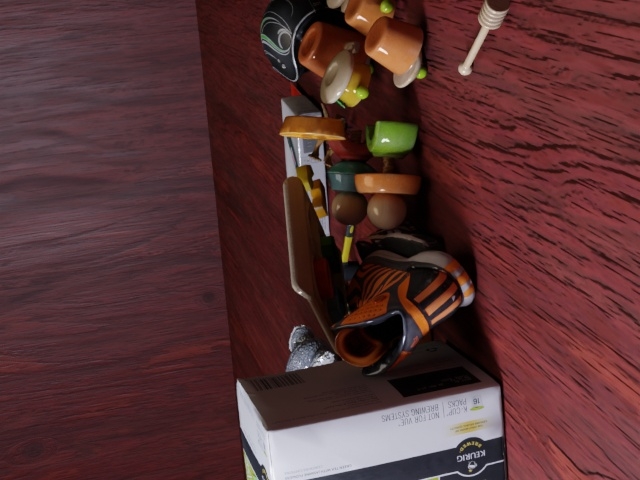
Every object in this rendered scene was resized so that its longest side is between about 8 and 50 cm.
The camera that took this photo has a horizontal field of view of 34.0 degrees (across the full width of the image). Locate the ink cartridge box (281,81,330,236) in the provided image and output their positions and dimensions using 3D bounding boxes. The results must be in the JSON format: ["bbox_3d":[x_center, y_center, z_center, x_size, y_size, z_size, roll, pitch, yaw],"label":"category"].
[{"bbox_3d":[-0.046,-0.172,2.205,0.239,0.060,0.275,-127,29,-60],"label":"ink cartridge box"}]

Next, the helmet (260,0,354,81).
[{"bbox_3d":[-0.026,-0.359,1.816,0.161,0.169,0.169,-135,38,-54],"label":"helmet"}]

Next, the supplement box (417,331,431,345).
[{"bbox_3d":[0.139,0.244,1.691,0.078,0.080,0.233,-135,40,-69],"label":"supplement box"}]

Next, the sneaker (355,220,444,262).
[{"bbox_3d":[0.129,-0.001,1.599,0.178,0.077,0.072,10,134,54],"label":"sneaker"}]

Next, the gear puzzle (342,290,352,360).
[{"bbox_3d":[0.075,0.207,2.014,0.339,0.044,0.175,-111,17,-50],"label":"gear puzzle"}]

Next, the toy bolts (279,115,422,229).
[{"bbox_3d":[0.037,-0.101,1.630,0.228,0.218,0.158,-167,81,-84],"label":"toy bolts"}]

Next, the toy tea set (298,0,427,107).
[{"bbox_3d":[0.079,-0.292,1.606,0.200,0.124,0.336,-59,27,21],"label":"toy tea set"}]

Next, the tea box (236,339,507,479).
[{"bbox_3d":[0.074,0.346,1.483,0.220,0.329,0.323,-146,49,-71],"label":"tea box"}]

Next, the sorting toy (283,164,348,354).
[{"bbox_3d":[0.000,0.000,1.642,0.229,0.041,0.307,58,-159,-54],"label":"sorting toy"}]

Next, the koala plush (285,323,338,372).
[{"bbox_3d":[-0.026,0.303,2.210,0.196,0.203,0.221,-126,42,-61],"label":"koala plush"}]

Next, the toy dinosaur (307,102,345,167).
[{"bbox_3d":[0.023,-0.197,1.966,0.112,0.064,0.211,-66,12,1],"label":"toy dinosaur"}]

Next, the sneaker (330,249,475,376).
[{"bbox_3d":[0.075,0.106,1.523,0.124,0.180,0.321,53,158,-4],"label":"sneaker"}]

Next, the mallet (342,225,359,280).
[{"bbox_3d":[0.061,-0.002,1.958,0.039,0.062,0.190,-119,39,-51],"label":"mallet"}]

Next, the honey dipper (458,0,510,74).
[{"bbox_3d":[0.195,-0.245,1.269,0.161,0.030,0.030,106,153,-69],"label":"honey dipper"}]
